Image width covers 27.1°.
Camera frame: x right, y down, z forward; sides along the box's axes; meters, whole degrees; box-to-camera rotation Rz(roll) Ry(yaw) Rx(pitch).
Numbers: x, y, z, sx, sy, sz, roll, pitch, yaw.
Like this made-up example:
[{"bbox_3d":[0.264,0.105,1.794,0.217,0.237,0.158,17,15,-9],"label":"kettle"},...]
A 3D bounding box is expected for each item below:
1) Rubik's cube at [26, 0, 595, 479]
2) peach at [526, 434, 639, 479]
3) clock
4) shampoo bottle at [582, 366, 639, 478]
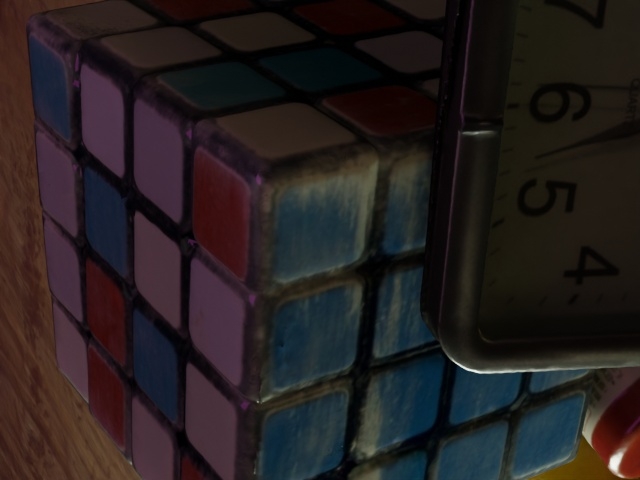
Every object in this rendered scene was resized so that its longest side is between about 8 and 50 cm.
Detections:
[{"bbox_3d":[0.000,0.000,0.774,0.253,0.256,0.259,40,135,44],"label":"Rubik's cube"},{"bbox_3d":[0.151,0.158,0.943,0.179,0.103,0.179,52,155,36],"label":"peach"},{"bbox_3d":[0.188,-0.065,0.616,0.049,0.278,0.273,-108,18,-59],"label":"clock"},{"bbox_3d":[0.193,0.073,0.837,0.278,0.104,0.104,57,147,33],"label":"shampoo bottle"}]
